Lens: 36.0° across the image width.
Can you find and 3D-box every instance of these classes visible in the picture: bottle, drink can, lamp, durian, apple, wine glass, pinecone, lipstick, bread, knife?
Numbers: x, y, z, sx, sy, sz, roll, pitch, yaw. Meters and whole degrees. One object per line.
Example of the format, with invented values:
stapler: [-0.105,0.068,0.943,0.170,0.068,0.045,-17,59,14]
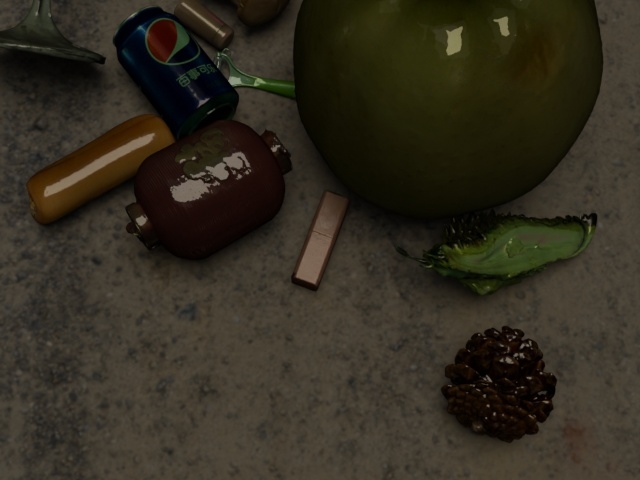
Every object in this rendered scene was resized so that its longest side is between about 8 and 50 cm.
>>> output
bottle: [-0.185,-0.346,1.572,0.096,0.045,0.045,38,75,5]
drink can: [-0.222,-0.254,1.505,0.118,0.118,0.205,-37,78,-12]
lamp: [-0.167,-0.075,1.431,0.258,0.180,0.180,-29,78,-10]
durian: [0.256,0.010,1.451,0.375,0.107,0.132,-11,84,-30]
apple: [0.176,-0.261,1.381,0.474,0.473,0.473,1,74,-3]
wine glass: [-0.393,-0.476,1.439,0.267,0.267,0.405,12,100,0]
pinecone: [0.253,0.200,1.390,0.174,0.173,0.173,1,74,-3]
lipstick: [0.000,0.000,1.481,0.045,0.045,0.145,19,74,4]
bread: [-0.332,-0.111,1.468,0.239,0.074,0.092,-31,37,-12]
knife: [-0.091,-0.252,1.559,0.166,0.022,0.078,11,97,-1]

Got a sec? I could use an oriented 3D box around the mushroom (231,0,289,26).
mushroom: [-0.216,-0.490,1.569,0.407,0.137,0.154,42,62,15]
